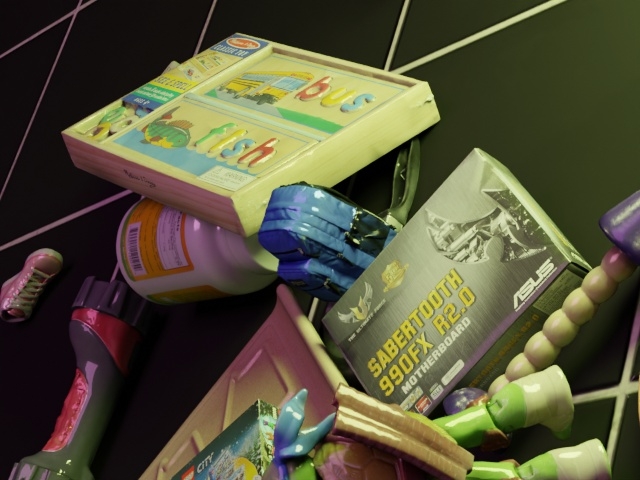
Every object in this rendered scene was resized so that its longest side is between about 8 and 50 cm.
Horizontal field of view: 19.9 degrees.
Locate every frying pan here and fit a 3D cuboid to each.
[{"bbox_3d":[0.084,0.014,1.861,0.197,0.053,0.326,-7,58,54],"label":"frying pan"}]

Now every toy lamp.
[{"bbox_3d":[0.219,0.062,1.563,0.275,0.080,0.080,-49,29,17],"label":"toy lamp"}]

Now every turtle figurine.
[{"bbox_3d":[0.090,0.221,1.485,0.266,0.275,0.198,-14,8,-8],"label":"turtle figurine"}]

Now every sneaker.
[{"bbox_3d":[-0.409,0.070,2.576,0.134,0.051,0.070,-38,34,37],"label":"sneaker"}]

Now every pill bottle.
[{"bbox_3d":[-0.118,-0.002,2.095,0.245,0.136,0.136,-10,52,53],"label":"pill bottle"}]

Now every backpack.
[{"bbox_3d":[0.000,0.000,1.825,0.098,0.120,0.101,-11,53,53],"label":"backpack"}]

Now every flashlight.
[{"bbox_3d":[-0.298,0.196,2.211,0.103,0.103,0.304,-7,54,54],"label":"flashlight"}]

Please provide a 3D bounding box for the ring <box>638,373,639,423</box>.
[{"bbox_3d":[0.373,0.065,1.361,0.336,0.032,0.336,-38,33,30],"label":"ring"}]

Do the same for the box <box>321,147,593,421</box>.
[{"bbox_3d":[0.126,0.056,1.689,0.231,0.056,0.183,-48,45,15],"label":"box"}]

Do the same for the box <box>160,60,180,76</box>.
[{"bbox_3d":[-0.149,-0.130,2.322,0.113,0.094,0.275,-54,28,4],"label":"box"}]

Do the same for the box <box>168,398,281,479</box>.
[{"bbox_3d":[-0.108,0.279,1.730,0.233,0.044,0.159,-44,32,31],"label":"box"}]

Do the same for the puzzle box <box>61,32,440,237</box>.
[{"bbox_3d":[-0.088,-0.131,2.078,0.272,0.052,0.409,-32,29,-24],"label":"puzzle box"}]

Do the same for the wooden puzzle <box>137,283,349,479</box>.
[{"bbox_3d":[-0.069,0.256,1.823,0.348,0.080,0.322,-56,27,12],"label":"wooden puzzle"}]
